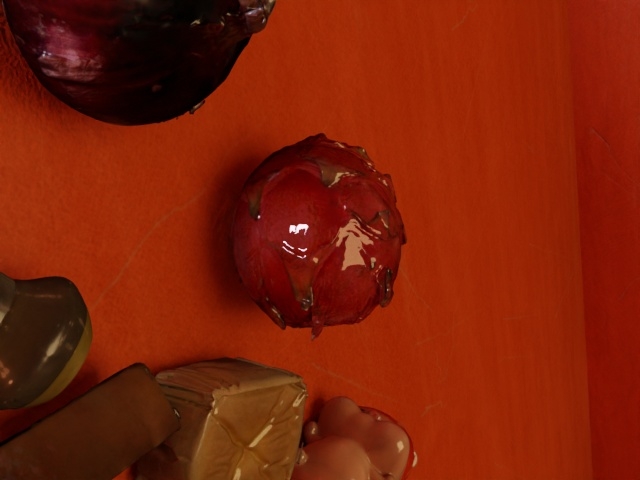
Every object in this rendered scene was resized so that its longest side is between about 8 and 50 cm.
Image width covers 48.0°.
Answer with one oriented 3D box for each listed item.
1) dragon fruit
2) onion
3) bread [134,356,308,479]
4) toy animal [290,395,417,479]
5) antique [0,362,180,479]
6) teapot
[{"bbox_3d":[-0.002,-0.007,0.921,0.241,0.241,0.252,4,104,-55],"label":"dragon fruit"},{"bbox_3d":[-0.144,-0.250,0.670,0.314,0.232,0.313,23,90,-83],"label":"onion"},{"bbox_3d":[-0.123,0.242,0.869,0.210,0.110,0.192,-2,101,-55],"label":"bread"},{"bbox_3d":[0.051,0.332,1.087,0.198,0.171,0.171,-33,119,-46],"label":"toy animal"},{"bbox_3d":[-0.270,0.220,0.647,0.310,0.093,0.087,-32,93,-50],"label":"antique"},{"bbox_3d":[-0.278,0.094,0.618,0.119,0.130,0.165,41,54,-33],"label":"teapot"}]
